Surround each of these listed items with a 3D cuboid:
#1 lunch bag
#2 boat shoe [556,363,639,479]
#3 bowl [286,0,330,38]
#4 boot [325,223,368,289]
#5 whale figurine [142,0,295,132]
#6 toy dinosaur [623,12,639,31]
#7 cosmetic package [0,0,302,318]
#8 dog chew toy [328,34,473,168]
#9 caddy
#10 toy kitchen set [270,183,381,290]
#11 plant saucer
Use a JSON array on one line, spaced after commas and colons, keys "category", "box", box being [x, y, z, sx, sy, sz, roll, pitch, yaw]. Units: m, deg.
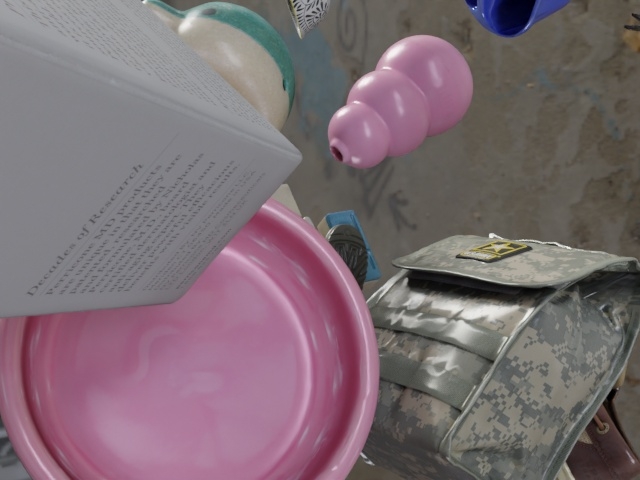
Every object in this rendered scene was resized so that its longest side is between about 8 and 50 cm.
[{"category": "lunch bag", "box": [0.158, 0.104, 0.896, 0.169, 0.287, 0.235, 48, 159, -28]}, {"category": "boat shoe", "box": [0.302, 0.150, 1.041, 0.123, 0.123, 0.342, -33, 23, 26]}, {"category": "bowl", "box": [-0.024, -0.429, 1.488, 0.170, 0.080, 0.170, 160, 90, -90]}, {"category": "boot", "box": [-0.018, 0.076, 1.295, 0.208, 0.076, 0.189, -7, 75, 62]}, {"category": "whale figurine", "box": [-0.156, -0.191, 1.031, 0.272, 0.141, 0.216, 4, 137, 24]}, {"category": "toy dinosaur", "box": [0.394, -0.343, 1.122, 0.296, 0.127, 0.200, 16, 100, 39]}, {"category": "cosmetic package", "box": [-0.198, -0.087, 0.488, 0.230, 0.453, 0.161, 44, 99, 13]}, {"category": "dog chew toy", "box": [0.148, -0.263, 1.778, 0.206, 0.332, 0.206, 40, 154, 23]}, {"category": "caddy", "box": [0.389, -0.568, 1.784, 0.241, 0.179, 0.341, 53, 157, 25]}, {"category": "toy kitchen set", "box": [0.000, 0.000, 1.288, 0.166, 0.207, 0.122, -52, 55, 53]}, {"category": "plant saucer", "box": [-0.114, 0.108, 0.798, 0.084, 0.332, 0.332, 131, 127, -63]}]
